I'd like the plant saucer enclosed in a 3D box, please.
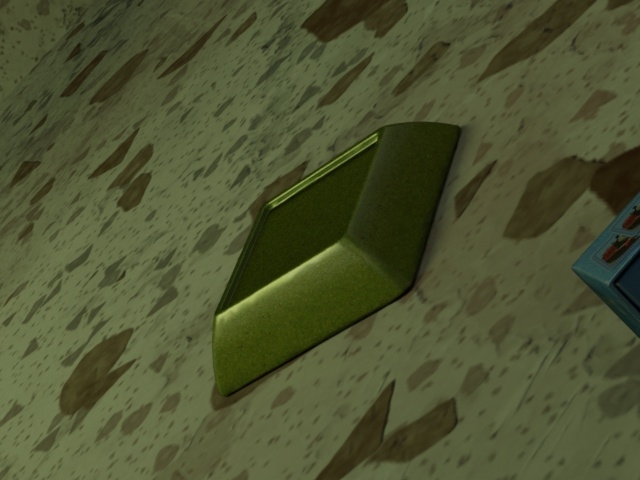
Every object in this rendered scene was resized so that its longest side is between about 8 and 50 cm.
[{"bbox_3d":[0.000,0.000,1.189,0.188,0.045,0.188,-32,24,35],"label":"plant saucer"}]

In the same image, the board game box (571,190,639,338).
[{"bbox_3d":[0.214,-0.013,0.597,0.211,0.160,0.039,-47,18,-4],"label":"board game box"}]
